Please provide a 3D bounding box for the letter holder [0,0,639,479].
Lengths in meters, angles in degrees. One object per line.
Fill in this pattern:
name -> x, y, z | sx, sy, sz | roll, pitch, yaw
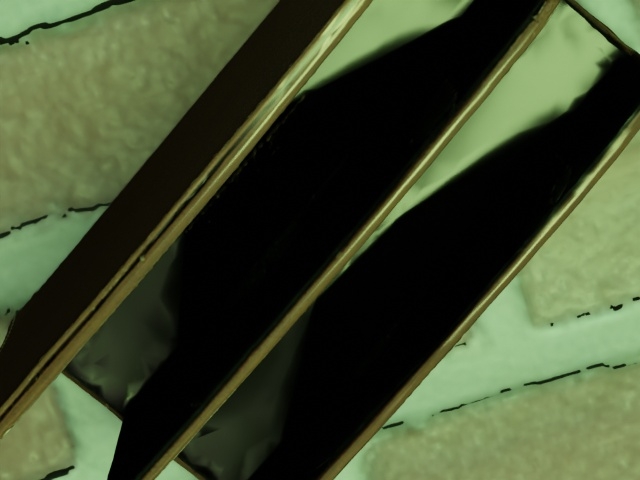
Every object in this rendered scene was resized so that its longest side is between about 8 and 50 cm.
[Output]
letter holder -> 0.000, 0.000, 0.858 | 0.152, 0.214, 0.302 | 39, 100, -9
